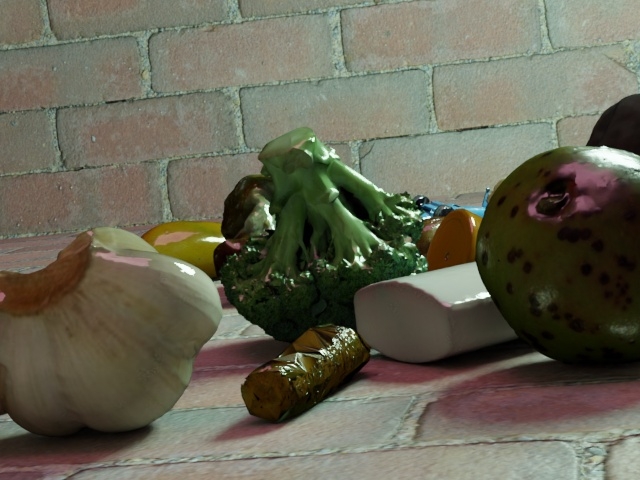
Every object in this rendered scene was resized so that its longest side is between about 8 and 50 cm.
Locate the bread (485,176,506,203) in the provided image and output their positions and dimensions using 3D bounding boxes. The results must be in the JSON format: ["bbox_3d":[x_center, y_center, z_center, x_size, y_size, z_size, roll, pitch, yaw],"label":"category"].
[{"bbox_3d":[0.310,-0.009,1.811,0.060,0.139,0.178,-46,-41,18],"label":"bread"}]

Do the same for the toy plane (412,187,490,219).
[{"bbox_3d":[0.232,-0.031,2.503,0.271,0.105,0.254,-14,22,-27],"label":"toy plane"}]

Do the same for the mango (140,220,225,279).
[{"bbox_3d":[-0.222,0.017,2.442,0.253,0.113,0.138,-7,5,-24],"label":"mango"}]

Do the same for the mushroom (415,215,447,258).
[{"bbox_3d":[0.186,0.003,2.246,0.109,0.085,0.126,-3,1,41],"label":"mushroom"}]

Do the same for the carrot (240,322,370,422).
[{"bbox_3d":[-0.010,0.127,1.327,0.069,0.069,0.229,-5,6,21],"label":"carrot"}]

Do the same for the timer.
[{"bbox_3d":[0.232,0.039,1.774,0.152,0.132,0.132,15,-2,-18],"label":"timer"}]

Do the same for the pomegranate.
[{"bbox_3d":[0.299,0.028,1.343,0.286,0.231,0.231,22,-9,-27],"label":"pomegranate"}]

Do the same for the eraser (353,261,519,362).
[{"bbox_3d":[0.195,0.067,1.514,0.270,0.094,0.174,-9,6,-33],"label":"eraser"}]

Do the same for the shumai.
[{"bbox_3d":[-0.074,0.032,2.176,0.222,0.203,0.272,-2,-28,27],"label":"shumai"}]

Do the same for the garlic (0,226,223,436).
[{"bbox_3d":[-0.222,0.104,1.282,0.281,0.184,0.203,-26,-23,6],"label":"garlic"}]

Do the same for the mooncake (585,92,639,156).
[{"bbox_3d":[0.472,-0.064,1.768,0.283,0.141,0.283,25,-22,10],"label":"mooncake"}]

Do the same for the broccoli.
[{"bbox_3d":[0.000,0.000,1.622,0.270,0.270,0.270,-16,25,8],"label":"broccoli"}]
